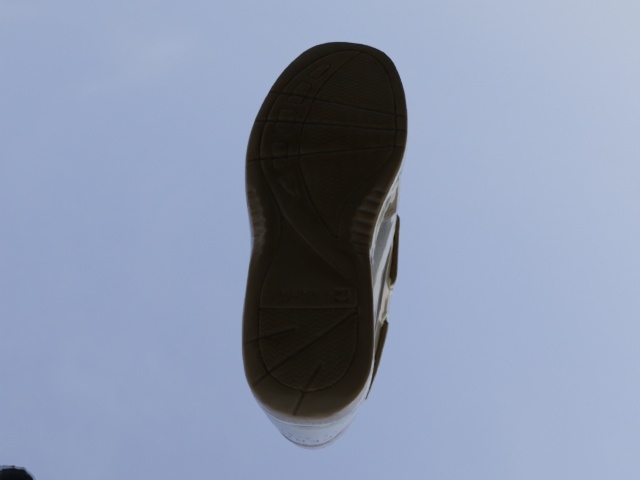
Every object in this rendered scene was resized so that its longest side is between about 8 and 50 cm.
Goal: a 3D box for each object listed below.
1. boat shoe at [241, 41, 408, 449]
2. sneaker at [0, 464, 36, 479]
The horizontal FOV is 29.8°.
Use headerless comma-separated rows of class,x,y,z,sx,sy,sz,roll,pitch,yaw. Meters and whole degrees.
boat shoe,0.000,0.000,0.465,0.063,0.059,0.170,7,-121,5
sneaker,-0.086,0.115,0.344,0.044,0.109,0.040,7,-165,-4
